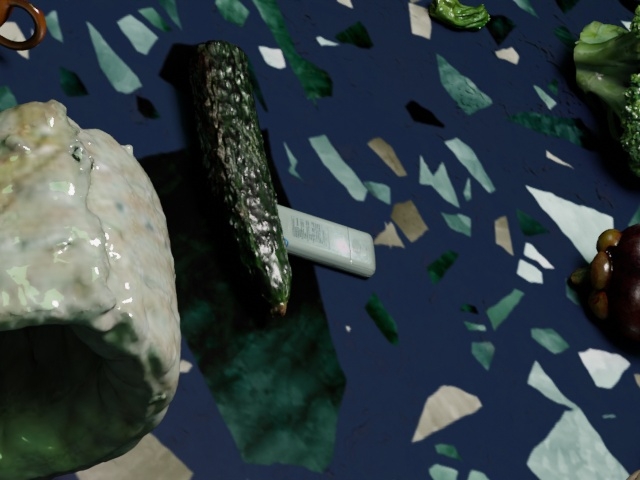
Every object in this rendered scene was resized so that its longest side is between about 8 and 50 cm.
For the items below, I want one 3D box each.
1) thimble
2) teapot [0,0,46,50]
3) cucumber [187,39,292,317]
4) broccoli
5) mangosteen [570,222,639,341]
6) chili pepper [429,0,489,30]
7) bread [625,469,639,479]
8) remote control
[{"bbox_3d":[-0.243,0.048,1.427,0.291,0.291,0.195,9,52,-33],"label":"thimble"},{"bbox_3d":[-0.318,-0.241,1.729,0.173,0.116,0.116,42,42,-5],"label":"teapot"},{"bbox_3d":[-0.077,-0.058,1.807,0.067,0.067,0.294,8,55,-34],"label":"cucumber"},{"bbox_3d":[0.415,-0.184,2.202,0.241,0.261,0.269,11,34,20],"label":"broccoli"},{"bbox_3d":[0.336,0.043,2.023,0.140,0.140,0.140,21,47,-24],"label":"mangosteen"},{"bbox_3d":[0.162,-0.260,2.181,0.091,0.030,0.034,5,30,-38],"label":"chili pepper"},{"bbox_3d":[0.378,0.313,1.843,0.183,0.102,0.337,16,49,-29],"label":"bread"},{"bbox_3d":[0.000,0.000,1.855,0.124,0.018,0.053,16,48,-28],"label":"remote control"}]
